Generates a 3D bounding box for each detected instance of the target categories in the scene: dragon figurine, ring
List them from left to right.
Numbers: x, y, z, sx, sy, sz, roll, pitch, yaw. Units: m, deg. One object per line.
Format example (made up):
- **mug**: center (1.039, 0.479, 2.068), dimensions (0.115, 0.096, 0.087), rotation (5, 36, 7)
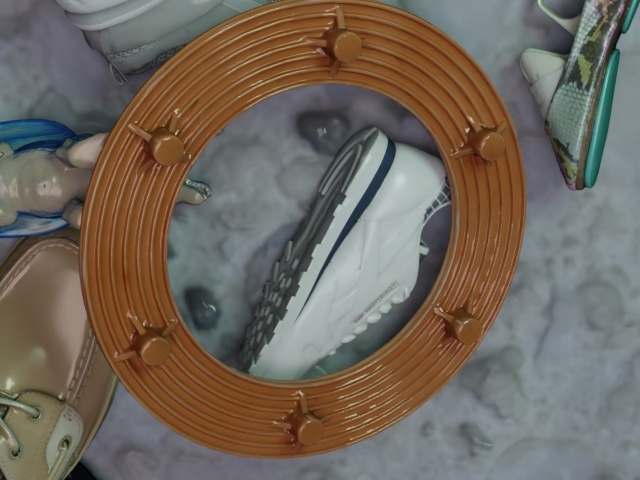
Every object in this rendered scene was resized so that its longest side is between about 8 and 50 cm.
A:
- **dragon figurine**: center (-0.207, -0.042, 1.080), dimensions (0.289, 0.144, 0.085), rotation (-6, 97, -6)
- **ring**: center (0.000, 0.000, 1.065), dimensions (0.337, 0.032, 0.336), rotation (-9, 111, -23)

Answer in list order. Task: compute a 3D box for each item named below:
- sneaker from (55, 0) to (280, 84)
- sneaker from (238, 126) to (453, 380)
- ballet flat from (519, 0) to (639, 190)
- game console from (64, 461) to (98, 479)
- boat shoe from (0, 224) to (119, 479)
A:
- **sneaker**: center (-0.044, -0.200, 1.085), dimensions (0.281, 0.105, 0.115), rotation (-19, 140, 0)
- **sneaker**: center (0.018, 0.034, 1.147), dimensions (0.095, 0.090, 0.235), rotation (27, 105, -19)
- **ballet flat**: center (0.190, -0.149, 1.109), dimensions (0.079, 0.077, 0.221), rotation (18, 101, 12)
- **game console**: center (-0.296, 0.321, 1.240), dimensions (0.361, 0.044, 0.213), rotation (-41, 105, 10)
- **boat shoe**: center (-0.236, 0.147, 1.130), dimensions (0.122, 0.110, 0.341), rotation (20, 93, 5)
